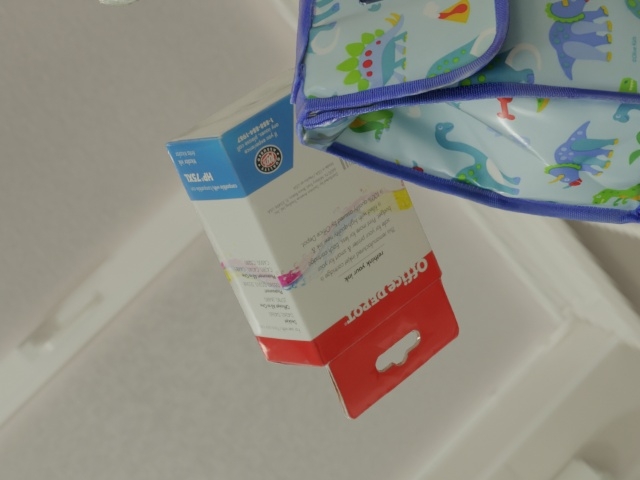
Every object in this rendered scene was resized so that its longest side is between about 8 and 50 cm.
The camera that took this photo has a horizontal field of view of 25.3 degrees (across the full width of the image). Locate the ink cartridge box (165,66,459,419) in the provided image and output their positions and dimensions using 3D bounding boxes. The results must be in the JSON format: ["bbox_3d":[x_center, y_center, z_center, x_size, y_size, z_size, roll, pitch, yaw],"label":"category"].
[{"bbox_3d":[0.000,0.000,1.045,0.078,0.134,0.231,0,118,53],"label":"ink cartridge box"}]

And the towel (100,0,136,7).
[{"bbox_3d":[-0.064,-0.255,0.455,0.324,0.056,0.312,-16,96,58],"label":"towel"}]

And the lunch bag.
[{"bbox_3d":[0.066,-0.086,0.569,0.151,0.129,0.096,5,145,-4],"label":"lunch bag"}]
